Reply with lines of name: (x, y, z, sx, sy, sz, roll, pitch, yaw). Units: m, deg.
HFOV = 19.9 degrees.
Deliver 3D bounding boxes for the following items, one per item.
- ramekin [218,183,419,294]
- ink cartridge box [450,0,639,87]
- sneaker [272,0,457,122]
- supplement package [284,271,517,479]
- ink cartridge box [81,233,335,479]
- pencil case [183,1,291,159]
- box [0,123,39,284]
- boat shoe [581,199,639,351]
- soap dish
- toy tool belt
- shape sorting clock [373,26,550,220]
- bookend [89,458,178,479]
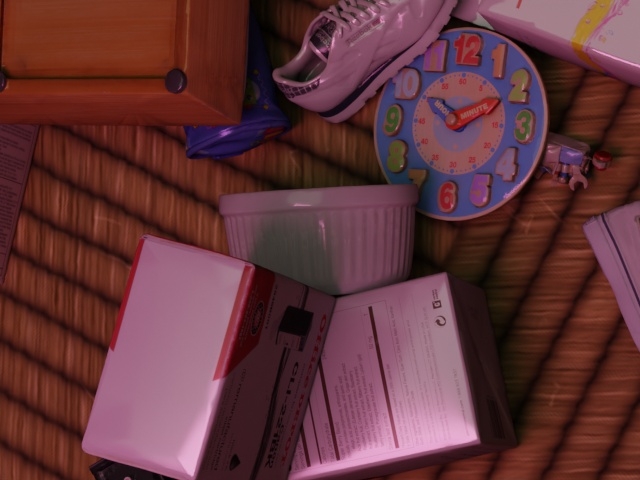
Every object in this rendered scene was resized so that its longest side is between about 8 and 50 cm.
ramekin: (0.000, 0.000, 1.888, 0.207, 0.207, 0.109, -2, 91, 18)
ink cartridge box: (0.301, -0.280, 1.868, 0.353, 0.119, 0.207, 22, 90, 20)
sneaker: (0.052, -0.228, 1.931, 0.235, 0.095, 0.090, -49, 42, 13)
supplement package: (0.029, 0.157, 1.866, 0.293, 0.177, 0.175, -14, 79, 16)
ink cartridge box: (-0.094, 0.117, 1.675, 0.114, 0.273, 0.197, 15, 86, 16)
pencil case: (-0.127, -0.237, 2.001, 0.119, 0.133, 0.306, -12, 78, -18)
box: (-0.405, -0.118, 2.062, 0.121, 0.148, 0.311, 11, 85, 19)
boat shoe: (0.341, 0.062, 1.828, 0.076, 0.083, 0.226, -29, 74, 13)
soap dish: (-0.218, -0.236, 1.906, 0.291, 0.118, 0.229, 2, 87, 22)
toy tool belt: (0.260, -0.077, 1.897, 0.083, 0.052, 0.051, 20, 120, 22)
shape sorting clock: (0.145, -0.123, 1.922, 0.206, 0.040, 0.206, -7, 77, 31)
bookend: (-0.215, 0.302, 1.981, 0.156, 0.072, 0.157, -30, 74, 12)
